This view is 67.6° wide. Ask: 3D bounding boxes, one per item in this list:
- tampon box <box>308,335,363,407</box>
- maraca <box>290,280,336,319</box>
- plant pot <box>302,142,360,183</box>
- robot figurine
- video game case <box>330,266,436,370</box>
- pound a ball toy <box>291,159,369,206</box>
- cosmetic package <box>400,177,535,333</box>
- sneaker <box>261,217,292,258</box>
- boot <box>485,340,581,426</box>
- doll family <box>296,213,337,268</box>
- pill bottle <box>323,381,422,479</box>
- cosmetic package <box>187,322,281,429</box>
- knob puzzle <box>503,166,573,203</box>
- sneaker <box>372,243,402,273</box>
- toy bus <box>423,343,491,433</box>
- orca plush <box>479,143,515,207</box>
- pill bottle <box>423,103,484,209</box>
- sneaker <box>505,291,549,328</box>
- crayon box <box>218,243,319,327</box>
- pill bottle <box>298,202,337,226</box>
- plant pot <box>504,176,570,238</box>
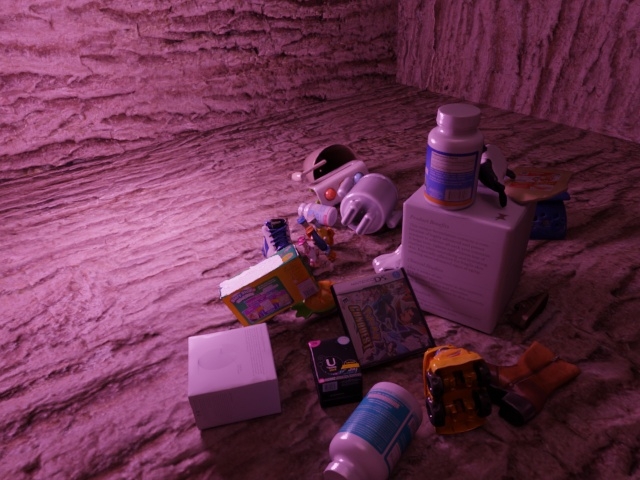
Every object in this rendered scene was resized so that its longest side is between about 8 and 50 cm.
[{"bbox_3d":[0.041,0.360,1.327,0.121,0.101,0.161,-8,32,-8],"label":"tampon box"},{"bbox_3d":[-0.008,0.199,1.597,0.186,0.099,0.127,-26,36,-11],"label":"maraca"},{"bbox_3d":[0.024,-0.357,2.375,0.257,0.256,0.274,-17,19,-20],"label":"plant pot"},{"bbox_3d":[0.213,-0.164,2.054,0.300,0.199,0.353,37,41,3],"label":"robot figurine"},{"bbox_3d":[0.187,0.232,1.458,0.249,0.035,0.274,-12,65,-14],"label":"video game case"},{"bbox_3d":[0.058,-0.275,2.180,0.319,0.208,0.136,-30,23,-17],"label":"pound a ball toy"},{"bbox_3d":[0.477,0.018,1.562,0.330,0.393,0.327,19,38,29],"label":"cosmetic package"},{"bbox_3d":[-0.158,0.020,1.814,0.128,0.182,0.315,-17,34,-18],"label":"sneaker"},{"bbox_3d":[0.531,0.341,1.322,0.281,0.096,0.264,-25,38,-32],"label":"boot"},{"bbox_3d":[0.000,0.000,1.865,0.119,0.163,0.262,-29,28,15],"label":"doll family"},{"bbox_3d":[0.119,0.466,1.112,0.146,0.146,0.264,19,38,31],"label":"pill bottle"},{"bbox_3d":[-0.236,0.365,1.311,0.225,0.138,0.224,-10,33,-8],"label":"cosmetic package"},{"bbox_3d":[0.636,-0.157,1.431,0.214,0.029,0.213,-12,32,8],"label":"knob puzzle"},{"bbox_3d":[0.300,0.074,1.755,0.212,0.080,0.094,-30,44,14],"label":"sneaker"},{"bbox_3d":[0.329,0.344,1.230,0.150,0.220,0.211,-10,26,-2],"label":"toy bus"},{"bbox_3d":[0.514,-0.192,1.464,0.151,0.102,0.287,24,40,-21],"label":"orca plush"},{"bbox_3d":[0.376,-0.238,1.352,0.153,0.271,0.152,-2,33,1],"label":"pill bottle"},{"bbox_3d":[0.670,0.211,1.544,0.071,0.066,0.189,25,41,39],"label":"sneaker"},{"bbox_3d":[-0.164,0.152,1.536,0.279,0.165,0.081,-28,35,1],"label":"crayon box"},{"bbox_3d":[-0.013,-0.119,2.110,0.160,0.087,0.087,14,36,25],"label":"pill bottle"},{"bbox_3d":[0.870,-0.151,1.967,0.236,0.211,0.235,0,33,4],"label":"plant pot"}]
